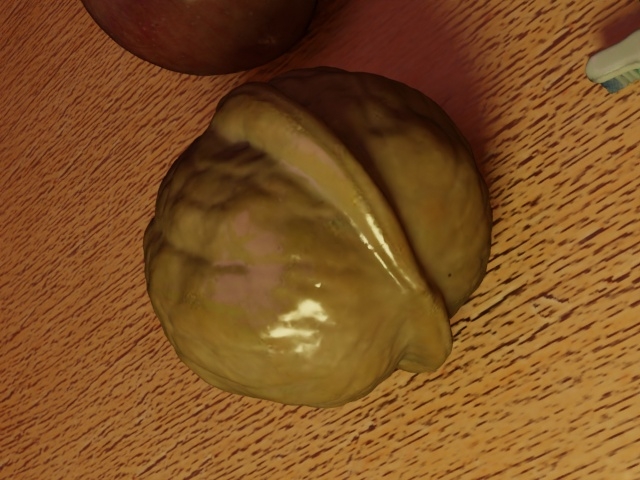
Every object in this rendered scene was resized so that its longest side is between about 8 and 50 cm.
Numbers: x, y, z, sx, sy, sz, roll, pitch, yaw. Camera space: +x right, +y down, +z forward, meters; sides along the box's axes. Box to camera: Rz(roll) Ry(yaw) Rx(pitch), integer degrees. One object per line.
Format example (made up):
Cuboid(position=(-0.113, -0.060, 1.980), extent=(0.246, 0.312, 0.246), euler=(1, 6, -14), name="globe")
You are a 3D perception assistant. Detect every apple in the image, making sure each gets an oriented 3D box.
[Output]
Cuboid(position=(-0.122, -0.321, 1.052), extent=(0.306, 0.235, 0.305), euler=(-15, 68, 40), name="apple")

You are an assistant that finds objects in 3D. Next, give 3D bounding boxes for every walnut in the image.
Cuboid(position=(0.000, 0.000, 0.839), extent=(0.296, 0.285, 0.285), euler=(-40, 43, -16), name="walnut")

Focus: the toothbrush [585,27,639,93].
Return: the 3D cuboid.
Cuboid(position=(0.364, -0.193, 0.670), extent=(0.418, 0.040, 0.042), euler=(-24, 58, 39), name="toothbrush")
